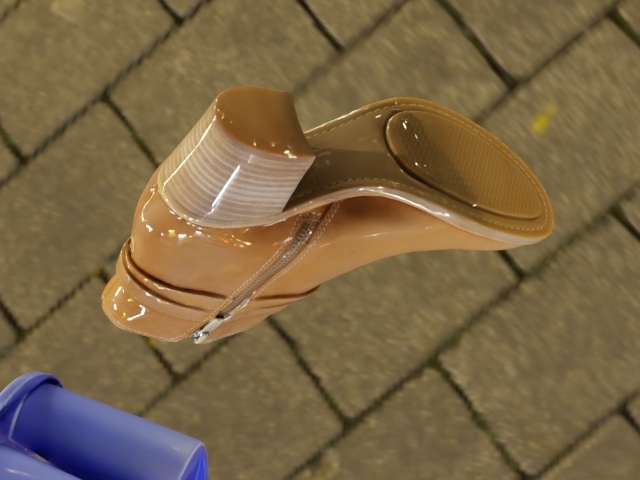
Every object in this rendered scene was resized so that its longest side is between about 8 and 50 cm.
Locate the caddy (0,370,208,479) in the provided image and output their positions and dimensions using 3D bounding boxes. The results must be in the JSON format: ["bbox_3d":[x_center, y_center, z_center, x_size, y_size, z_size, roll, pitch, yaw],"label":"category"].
[{"bbox_3d":[-0.208,0.264,1.275,0.179,0.241,0.341,15,112,12],"label":"caddy"}]

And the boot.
[{"bbox_3d":[0.000,0.000,0.868,0.152,0.197,0.073,-54,32,42],"label":"boot"}]
